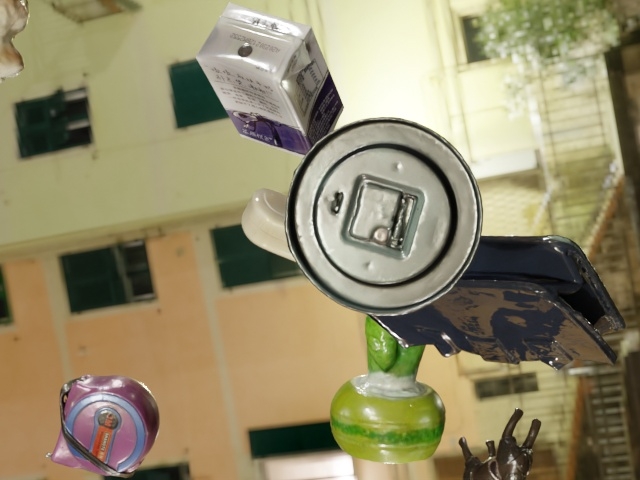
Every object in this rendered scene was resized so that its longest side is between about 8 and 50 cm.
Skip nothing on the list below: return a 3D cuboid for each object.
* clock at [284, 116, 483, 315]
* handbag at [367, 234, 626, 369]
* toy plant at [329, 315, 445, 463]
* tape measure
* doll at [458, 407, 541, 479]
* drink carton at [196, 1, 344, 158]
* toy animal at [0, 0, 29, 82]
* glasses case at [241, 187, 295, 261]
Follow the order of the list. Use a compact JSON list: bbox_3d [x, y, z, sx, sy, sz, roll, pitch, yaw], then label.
[{"bbox_3d":[0.060,-0.023,1.056,0.040,0.184,0.184,-26,-75,-80],"label":"clock"},{"bbox_3d":[0.220,0.080,1.503,0.269,0.325,0.118,46,-123,-46],"label":"handbag"},{"bbox_3d":[0.112,0.176,1.781,0.224,0.184,0.316,-18,-67,-71],"label":"toy plant"},{"bbox_3d":[-0.256,0.219,1.354,0.074,0.125,0.118,-69,-3,-76],"label":"tape measure"},{"bbox_3d":[0.246,0.335,1.611,0.057,0.139,0.165,32,-134,-25],"label":"doll"},{"bbox_3d":[-0.065,-0.215,1.568,0.102,0.134,0.222,-61,-23,-15],"label":"drink carton"},{"bbox_3d":[-0.331,-0.189,0.966,0.104,0.185,0.184,26,-143,-46],"label":"toy animal"},{"bbox_3d":[0.000,0.000,1.358,0.196,0.050,0.083,22,-152,-19],"label":"glasses case"}]
